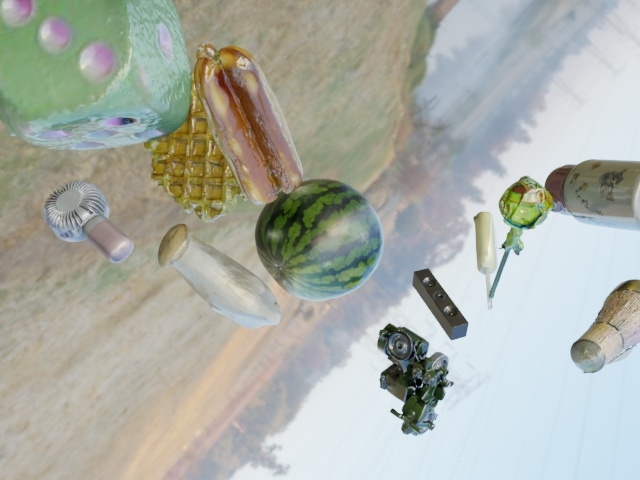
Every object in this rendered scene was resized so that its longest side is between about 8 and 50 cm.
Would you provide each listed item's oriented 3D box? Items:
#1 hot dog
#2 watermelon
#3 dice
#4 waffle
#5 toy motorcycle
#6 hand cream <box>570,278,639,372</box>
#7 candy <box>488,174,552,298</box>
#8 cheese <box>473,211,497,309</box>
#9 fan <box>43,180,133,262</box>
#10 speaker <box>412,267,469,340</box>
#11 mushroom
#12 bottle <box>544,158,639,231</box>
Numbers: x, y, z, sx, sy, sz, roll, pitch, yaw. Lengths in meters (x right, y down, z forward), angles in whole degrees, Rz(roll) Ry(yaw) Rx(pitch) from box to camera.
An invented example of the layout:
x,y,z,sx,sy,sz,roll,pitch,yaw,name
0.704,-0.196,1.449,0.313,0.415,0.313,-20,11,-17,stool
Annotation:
x,y,z,sx,sy,sz,roll,pitch,yaw,name
-0.136,-0.218,1.452,0.135,0.337,0.100,-24,-145,0,hot dog
0.000,0.000,1.802,0.285,0.285,0.285,-46,178,-2,watermelon
-0.461,-0.365,1.585,0.330,0.322,0.318,-8,176,11,dice
-0.249,-0.211,1.720,0.302,0.325,0.068,-45,161,15,waffle
0.213,0.339,1.924,0.127,0.205,0.275,-18,127,-42,toy motorcycle
0.389,0.118,1.040,0.203,0.084,0.084,-22,161,-47,hand cream
0.312,0.007,1.295,0.073,0.077,0.262,-51,158,-40,candy
0.410,0.057,1.949,0.127,0.054,0.251,64,25,-53,cheese
-0.474,-0.033,1.629,0.130,0.244,0.074,-43,148,-16,fan
0.265,0.141,1.762,0.040,0.191,0.046,-13,131,-17,speaker
-0.178,0.069,1.388,0.096,0.247,0.108,-41,-159,20,mushroom
0.457,-0.076,1.270,0.110,0.110,0.233,-46,-158,-13,bottle
